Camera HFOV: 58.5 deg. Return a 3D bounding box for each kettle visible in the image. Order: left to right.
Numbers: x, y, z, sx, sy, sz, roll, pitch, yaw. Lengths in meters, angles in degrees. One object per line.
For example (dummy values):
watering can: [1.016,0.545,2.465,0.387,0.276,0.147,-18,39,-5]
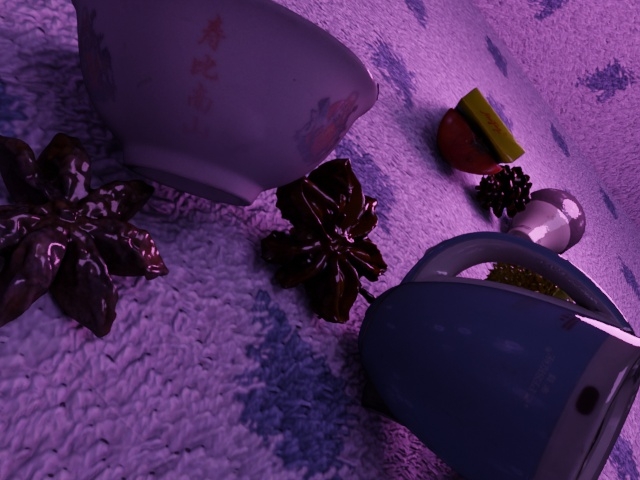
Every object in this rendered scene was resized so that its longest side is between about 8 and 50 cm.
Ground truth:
kettle: [0.222,0.141,0.754,0.320,0.342,0.247,-53,142,-14]

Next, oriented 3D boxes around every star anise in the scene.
star anise: [-0.229,-0.006,0.535,0.196,0.073,0.212,32,45,-30]
star anise: [0.000,0.000,0.781,0.190,0.125,0.220,-14,104,-54]

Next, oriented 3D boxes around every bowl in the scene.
bowl: [-0.120,-0.132,0.622,0.345,0.345,0.157,20,83,-42]

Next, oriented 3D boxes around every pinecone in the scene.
pinecone: [0.453,-0.122,1.423,0.120,0.140,0.140,6,56,-17]

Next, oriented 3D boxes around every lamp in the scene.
lamp: [0.563,-0.028,1.443,0.182,0.181,0.313,60,35,0]

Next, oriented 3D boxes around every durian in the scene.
durian: [0.420,0.118,1.149,0.200,0.176,0.237,-58,139,-4]

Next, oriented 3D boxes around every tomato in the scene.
tomato: [0.343,-0.222,1.380,0.189,0.099,0.173,49,14,-13]

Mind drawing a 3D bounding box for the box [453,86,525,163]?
box: [0.407,-0.275,1.425,0.187,0.047,0.335,53,10,-1]
